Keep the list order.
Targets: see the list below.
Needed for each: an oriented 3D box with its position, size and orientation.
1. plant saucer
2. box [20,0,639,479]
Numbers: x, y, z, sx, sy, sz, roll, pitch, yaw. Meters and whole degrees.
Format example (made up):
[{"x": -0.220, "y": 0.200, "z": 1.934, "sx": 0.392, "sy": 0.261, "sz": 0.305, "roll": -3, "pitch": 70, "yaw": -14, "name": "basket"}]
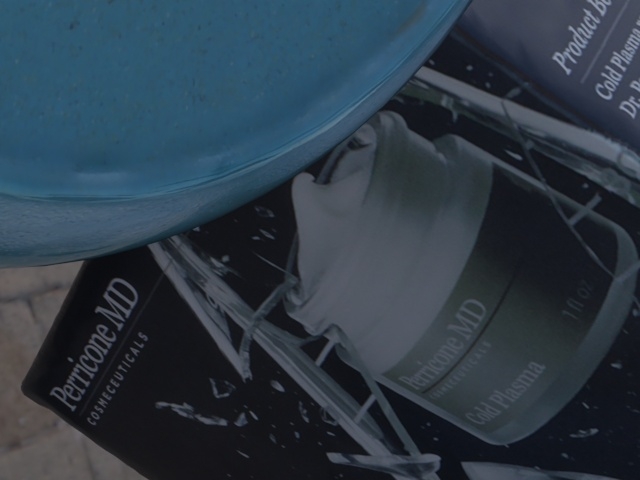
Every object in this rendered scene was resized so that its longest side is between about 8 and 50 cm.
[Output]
[{"x": -0.040, "y": -0.132, "z": 0.307, "sx": 0.044, "sy": 0.317, "sz": 0.317, "roll": 33, "pitch": -13, "yaw": 45, "name": "plant saucer"}, {"x": 0.131, "y": 0.026, "z": 0.870, "sx": 0.472, "sy": 0.480, "sz": 0.297, "roll": 36, "pitch": 47, "yaw": 1, "name": "box"}]
